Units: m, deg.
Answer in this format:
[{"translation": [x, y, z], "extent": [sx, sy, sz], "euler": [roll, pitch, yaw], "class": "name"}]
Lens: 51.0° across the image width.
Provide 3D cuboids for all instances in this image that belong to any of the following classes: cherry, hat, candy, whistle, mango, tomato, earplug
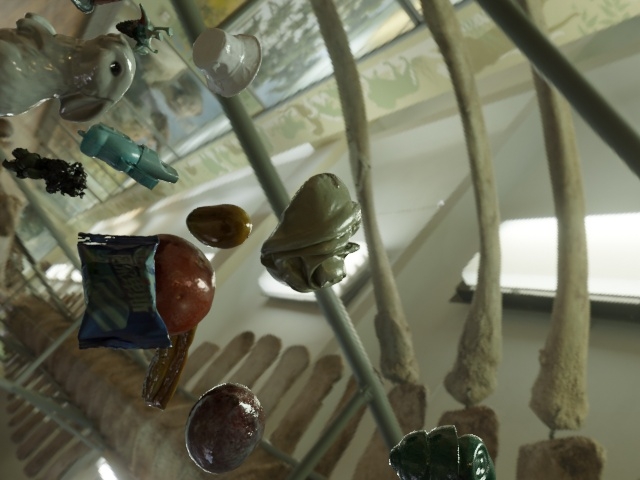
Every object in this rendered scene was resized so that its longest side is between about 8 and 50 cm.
[{"translation": [-0.259, 0.506, 1.837], "extent": [0.230, 0.203, 0.300], "euler": [-25, 145, -38], "class": "cherry"}, {"translation": [-0.274, -0.512, 1.862], "extent": [0.203, 0.126, 0.203], "euler": [-10, -110, 29], "class": "hat"}, {"translation": [-0.422, 0.099, 1.425], "extent": [0.331, 0.187, 0.077], "euler": [-109, -152, -45], "class": "candy"}, {"translation": [-0.482, -0.214, 1.688], "extent": [0.093, 0.274, 0.186], "euler": [-55, -145, 13], "class": "whistle"}, {"translation": [-0.338, -0.045, 2.235], "extent": [0.221, 0.151, 0.120], "euler": [-5, -171, 8], "class": "mango"}, {"translation": [-0.392, 0.123, 1.729], "extent": [0.265, 0.265, 0.265], "euler": [-37, -163, 14], "class": "tomato"}, {"translation": [0.291, 0.538, 1.564], "extent": [0.257, 0.280, 0.164], "euler": [102, -2, -46], "class": "earplug"}]

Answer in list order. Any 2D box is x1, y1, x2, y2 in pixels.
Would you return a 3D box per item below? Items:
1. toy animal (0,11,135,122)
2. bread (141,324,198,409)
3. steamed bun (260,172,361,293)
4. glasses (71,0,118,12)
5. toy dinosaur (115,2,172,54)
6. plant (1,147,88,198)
[{"translation": [-0.586, -0.354, 1.449], "extent": [0.194, 0.357, 0.258], "euler": [-134, -131, -73], "class": "toy animal"}, {"translation": [-0.454, 0.324, 2.040], "extent": [0.185, 0.109, 0.380], "euler": [-102, -149, -63], "class": "bread"}, {"translation": [0.001, 0.001, 1.819], "extent": [0.324, 0.219, 0.310], "euler": [-52, 170, -2], "class": "steamed bun"}, {"translation": [-0.377, -0.535, 1.248], "extent": [0.268, 0.118, 0.234], "euler": [-6, 160, 6], "class": "glasses"}, {"translation": [-0.376, -0.437, 1.392], "extent": [0.106, 0.044, 0.187], "euler": [5, 174, 14], "class": "toy dinosaur"}, {"translation": [-0.563, -0.143, 1.381], "extent": [0.087, 0.174, 0.085], "euler": [152, -43, -73], "class": "plant"}]
